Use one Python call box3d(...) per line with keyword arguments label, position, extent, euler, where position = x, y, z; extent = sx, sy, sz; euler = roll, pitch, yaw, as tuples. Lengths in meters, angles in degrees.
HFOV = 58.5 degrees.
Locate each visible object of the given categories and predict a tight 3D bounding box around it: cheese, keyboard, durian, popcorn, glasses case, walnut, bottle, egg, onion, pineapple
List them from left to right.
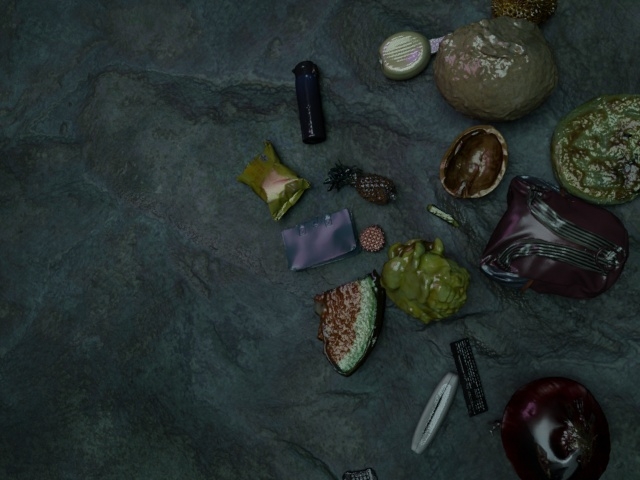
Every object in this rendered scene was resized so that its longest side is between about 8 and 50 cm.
box3d(label="bottle", position=(-0.031, -0.416, 1.713), extent=(0.082, 0.072, 0.244), euler=(-13, 81, 27))
box3d(label="pineapple", position=(0.118, -0.156, 1.634), extent=(0.221, 0.083, 0.103), euler=(23, 92, 21))
box3d(label="keyboard", position=(0.130, 0.770, 1.581), extent=(0.106, 0.016, 0.262), euler=(-15, 80, 17))
box3d(label="cheese", position=(0.278, -0.539, 1.625), extent=(0.228, 0.064, 0.137), euler=(-13, 85, 19))
box3d(label="popcorn", position=(0.274, 0.104, 1.483), extent=(0.195, 0.256, 0.255), euler=(-44, 115, -6))
box3d(label="glasses case", position=(0.304, 0.455, 1.512), extent=(0.059, 0.092, 0.233), euler=(25, 95, 20))
box3d(label="keyboard", position=(0.393, 0.358, 1.503), extent=(0.015, 0.074, 0.196), euler=(-26, 74, 50))
box3d(label="walnut", position=(0.419, -0.199, 1.534), extent=(0.167, 0.087, 0.211), euler=(29, 93, 25))
box3d(label="egg", position=(0.445, -0.432, 1.459), extent=(0.311, 0.279, 0.279), euler=(10, 88, 5))
box3d(label="durian", position=(0.531, -0.617, 1.514), extent=(0.168, 0.137, 0.158), euler=(32, 75, 10))
box3d(label="onion", position=(0.551, 0.467, 1.388), extent=(0.273, 0.285, 0.273), euler=(3, 80, -19))

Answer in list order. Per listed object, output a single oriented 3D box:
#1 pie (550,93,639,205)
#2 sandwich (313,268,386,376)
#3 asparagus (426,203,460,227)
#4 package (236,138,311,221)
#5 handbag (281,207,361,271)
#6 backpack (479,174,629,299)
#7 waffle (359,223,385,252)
box3d(label="pie", position=(0.732, -0.230, 1.443), extent=(0.303, 0.067, 0.302), euler=(-1, 86, 17))
box3d(label="sandwich", position=(0.081, 0.232, 1.604), extent=(0.212, 0.109, 0.292), euler=(-4, 81, 25))
box3d(label="asparagus", position=(0.341, -0.069, 1.583), extent=(0.108, 0.021, 0.025), euler=(35, 95, 18))
box3d(label="package", position=(-0.144, -0.181, 1.721), extent=(0.226, 0.090, 0.168), euler=(44, 97, 19))
box3d(label="handbag", position=(0.000, 0.000, 1.680), extent=(0.221, 0.057, 0.144), euler=(-20, 72, 17))
box3d(label="backpack", position=(0.581, 0.010, 1.402), extent=(0.317, 0.197, 0.283), euler=(22, 91, 18))
box3d(label="waffle", position=(0.149, -0.006, 1.638), extent=(0.075, 0.029, 0.083), euler=(-22, 75, 13))
